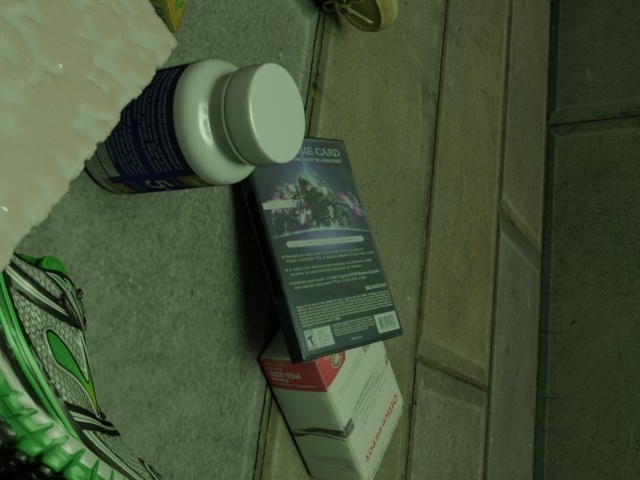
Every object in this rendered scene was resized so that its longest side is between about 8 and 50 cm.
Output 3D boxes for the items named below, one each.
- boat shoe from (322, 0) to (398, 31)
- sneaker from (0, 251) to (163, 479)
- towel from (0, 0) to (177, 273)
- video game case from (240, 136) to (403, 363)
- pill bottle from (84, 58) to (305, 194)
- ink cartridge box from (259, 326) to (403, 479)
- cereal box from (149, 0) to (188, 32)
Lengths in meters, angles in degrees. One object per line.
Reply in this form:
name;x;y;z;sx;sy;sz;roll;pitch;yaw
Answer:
boat shoe;0.006;-0.380;0.956;0.285;0.104;0.089;44;55;-36
sneaker;-0.206;0.094;0.518;0.343;0.134;0.146;65;37;-32
towel;-0.248;-0.174;0.429;0.317;0.053;0.332;52;30;-25
video game case;0.000;0.000;0.871;0.196;0.026;0.274;-4;73;-49
pill bottle;-0.114;-0.102;0.633;0.112;0.186;0.112;7;82;-59
ink cartridge box;0.023;0.190;0.940;0.158;0.092;0.218;-53;130;-48
cereal box;-0.140;-0.349;0.680;0.173;0.047;0.240;89;12;-65
